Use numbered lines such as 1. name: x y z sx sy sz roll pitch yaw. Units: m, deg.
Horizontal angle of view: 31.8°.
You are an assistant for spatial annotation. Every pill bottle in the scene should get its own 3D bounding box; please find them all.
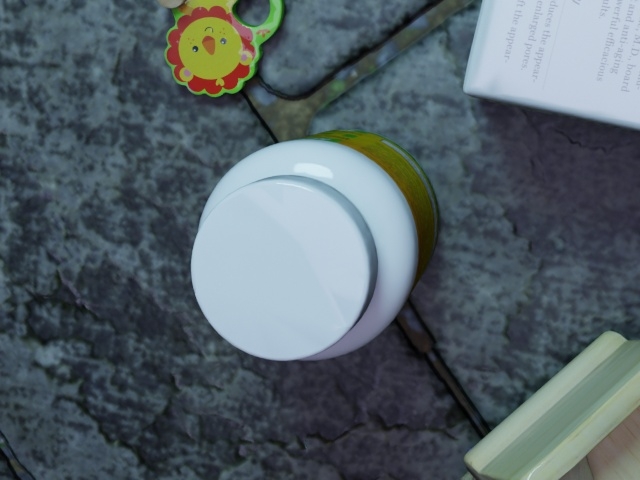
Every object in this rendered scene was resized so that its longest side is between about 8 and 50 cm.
1. pill bottle: 0.000 0.000 0.728 0.136 0.245 0.136 2 98 11

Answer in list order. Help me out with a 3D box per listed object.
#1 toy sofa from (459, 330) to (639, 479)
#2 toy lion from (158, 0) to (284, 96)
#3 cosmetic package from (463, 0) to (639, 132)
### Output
1. toy sofa: 0.269 0.245 0.777 0.150 0.177 0.362 -39 89 -11
2. toy lion: -0.071 -0.158 0.833 0.100 0.034 0.096 -19 101 13
3. cosmetic package: 0.199 -0.147 0.717 0.183 0.151 0.151 13 100 8
